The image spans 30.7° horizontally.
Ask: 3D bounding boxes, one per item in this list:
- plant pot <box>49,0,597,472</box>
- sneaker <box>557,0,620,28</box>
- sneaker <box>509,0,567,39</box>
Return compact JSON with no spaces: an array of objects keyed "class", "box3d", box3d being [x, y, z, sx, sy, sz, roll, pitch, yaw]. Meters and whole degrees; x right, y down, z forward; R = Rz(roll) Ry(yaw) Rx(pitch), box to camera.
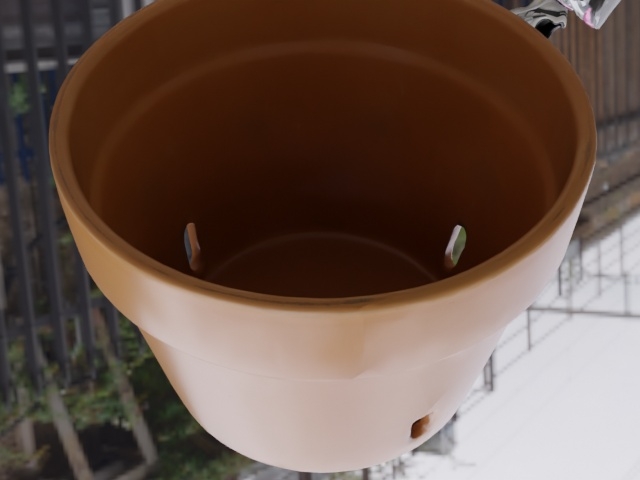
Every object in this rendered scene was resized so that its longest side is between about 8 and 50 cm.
[{"class":"plant pot","box3d":[0.000,0.000,0.691,0.291,0.203,0.291,0,-136,0]},{"class":"sneaker","box3d":[0.191,-0.228,0.936,0.077,0.072,0.178,32,175,24]},{"class":"sneaker","box3d":[0.187,-0.191,1.046,0.032,0.037,0.083,15,153,-33]}]
